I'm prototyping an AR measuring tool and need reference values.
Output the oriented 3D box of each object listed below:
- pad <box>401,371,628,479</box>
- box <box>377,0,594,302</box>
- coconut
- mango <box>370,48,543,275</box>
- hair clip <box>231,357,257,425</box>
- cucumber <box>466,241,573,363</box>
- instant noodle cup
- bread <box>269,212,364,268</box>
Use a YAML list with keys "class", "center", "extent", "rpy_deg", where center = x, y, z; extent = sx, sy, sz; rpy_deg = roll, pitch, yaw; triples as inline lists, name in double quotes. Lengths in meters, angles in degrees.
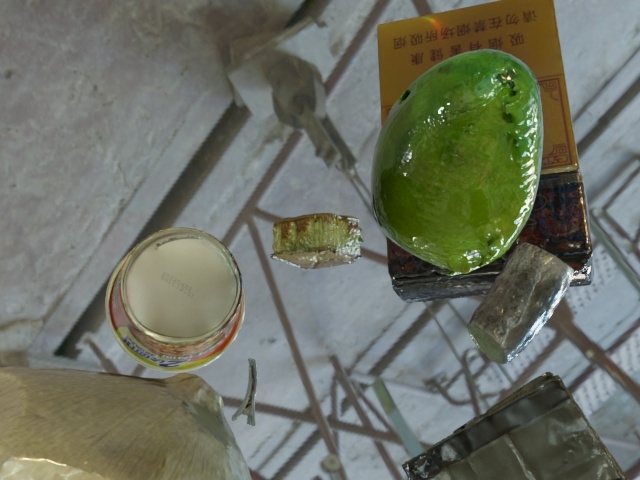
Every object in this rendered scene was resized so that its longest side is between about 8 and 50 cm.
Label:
- class: "pad"
  center: [0.242, 0.294, 1.065]
  extent: [0.233, 0.174, 0.022]
  rpy_deg: [-35, 169, 10]
- class: "box"
  center: [0.222, -0.128, 1.190]
  extent: [0.264, 0.415, 0.116]
  rpy_deg: [-6, 156, 16]
- class: "coconut"
  center: [-0.189, 0.262, 0.643]
  extent: [0.360, 0.346, 0.346]
  rpy_deg: [-47, 137, -6]
- class: "mango"
  center: [0.098, -0.057, 0.596]
  extent: [0.119, 0.100, 0.178]
  rpy_deg: [25, 137, 6]
- class: "hair clip"
  center: [-0.128, 0.261, 1.476]
  extent: [0.039, 0.030, 0.115]
  rpy_deg: [9, 82, -29]
- class: "cucumber"
  center: [0.183, 0.059, 0.792]
  extent: [0.112, 0.064, 0.064]
  rpy_deg: [-54, 137, -8]
- class: "instant noodle cup"
  center: [-0.200, 0.076, 1.210]
  extent: [0.213, 0.213, 0.174]
  rpy_deg: [-15, 171, -15]
- class: "bread"
  center: [0.000, 0.000, 1.309]
  extent: [0.128, 0.069, 0.140]
  rpy_deg: [-7, 167, 33]
